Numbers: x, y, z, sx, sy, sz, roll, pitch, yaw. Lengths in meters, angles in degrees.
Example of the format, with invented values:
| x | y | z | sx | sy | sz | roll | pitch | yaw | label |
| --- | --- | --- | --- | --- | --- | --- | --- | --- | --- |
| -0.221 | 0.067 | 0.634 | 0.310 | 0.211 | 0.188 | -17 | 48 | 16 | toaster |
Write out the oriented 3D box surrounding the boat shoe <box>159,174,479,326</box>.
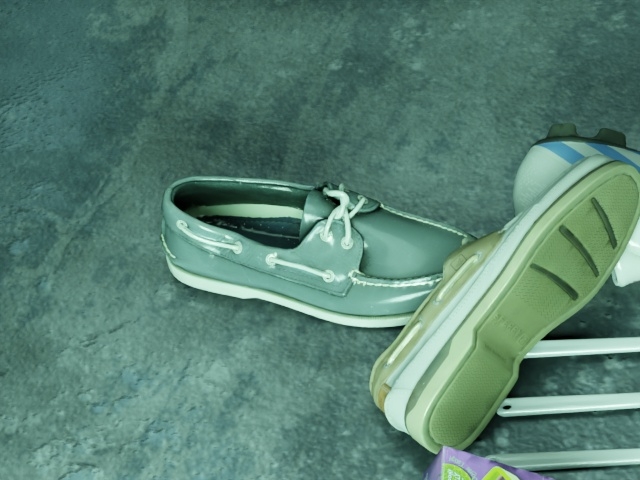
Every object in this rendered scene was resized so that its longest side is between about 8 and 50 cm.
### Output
| x | y | z | sx | sy | sz | roll | pitch | yaw | label |
| --- | --- | --- | --- | --- | --- | --- | --- | --- | --- |
| 0.000 | 0.000 | 1.830 | 0.320 | 0.099 | 0.116 | 7 | 48 | 17 | boat shoe |

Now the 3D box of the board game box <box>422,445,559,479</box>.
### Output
| x | y | z | sx | sy | sz | roll | pitch | yaw | label |
| --- | --- | --- | --- | --- | --- | --- | --- | --- | --- |
| 0.168 | 0.326 | 1.461 | 0.208 | 0.056 | 0.346 | 21 | 45 | -13 | board game box |

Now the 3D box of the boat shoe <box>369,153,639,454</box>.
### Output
| x | y | z | sx | sy | sz | roll | pitch | yaw | label |
| --- | --- | --- | --- | --- | --- | --- | --- | --- | --- |
| 0.154 | 0.039 | 1.714 | 0.302 | 0.113 | 0.103 | -49 | 42 | -8 | boat shoe |

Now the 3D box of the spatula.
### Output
| x | y | z | sx | sy | sz | roll | pitch | yaw | label |
| --- | --- | --- | --- | --- | --- | --- | --- | --- | --- |
| 0.260 | 0.137 | 1.707 | 0.242 | 0.019 | 0.168 | -4 | 51 | 10 | spatula |

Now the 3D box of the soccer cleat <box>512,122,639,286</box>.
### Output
| x | y | z | sx | sy | sz | roll | pitch | yaw | label |
| --- | --- | --- | --- | --- | --- | --- | --- | --- | --- |
| 0.334 | -0.015 | 1.786 | 0.331 | 0.116 | 0.143 | 5 | 64 | 19 | soccer cleat |
